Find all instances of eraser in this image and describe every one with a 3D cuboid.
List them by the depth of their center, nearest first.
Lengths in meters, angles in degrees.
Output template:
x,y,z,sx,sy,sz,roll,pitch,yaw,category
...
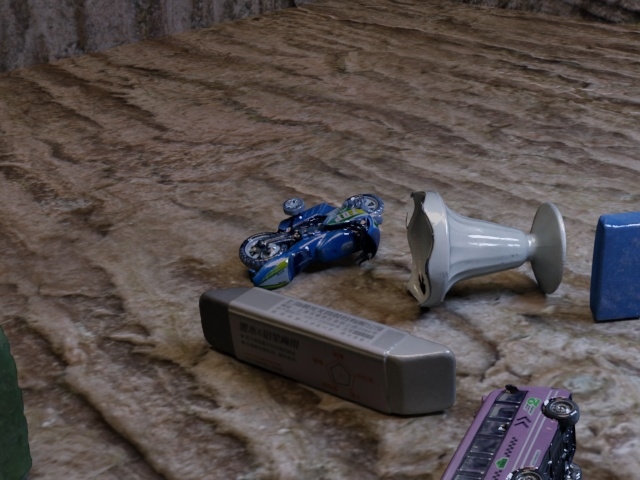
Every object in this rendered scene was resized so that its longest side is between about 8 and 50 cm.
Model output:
x,y,z,sx,sy,sz,roll,pitch,yaw,category
-0.002,0.128,1.154,0.351,0.089,0.061,15,35,34,eraser
0.506,0.022,1.243,0.311,0.144,0.043,-6,27,-4,eraser

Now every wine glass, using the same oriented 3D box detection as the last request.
x,y,z,sx,sy,sz,roll,pitch,yaw,category
0.221,0.014,1.309,0.196,0.165,0.165,2,24,-6,wine glass

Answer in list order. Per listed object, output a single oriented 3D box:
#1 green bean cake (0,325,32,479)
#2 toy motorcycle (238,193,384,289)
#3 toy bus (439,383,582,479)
x,y,z,sx,sy,sz,roll,pitch,yaw,category
-0.415,0.181,0.942,0.124,0.223,0.227,16,28,36,green bean cake
0.000,0.000,1.439,0.254,0.092,0.135,-23,39,-18,toy motorcycle
0.180,0.224,0.913,0.108,0.096,0.199,5,28,28,toy bus
